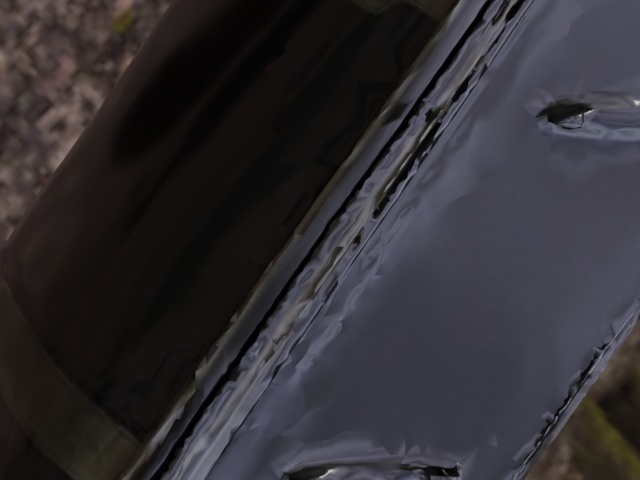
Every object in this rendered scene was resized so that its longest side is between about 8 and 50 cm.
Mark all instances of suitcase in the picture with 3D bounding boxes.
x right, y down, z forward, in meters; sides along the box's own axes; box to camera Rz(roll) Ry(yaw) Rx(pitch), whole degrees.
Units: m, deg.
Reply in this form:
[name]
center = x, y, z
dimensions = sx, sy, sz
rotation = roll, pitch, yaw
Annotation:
[suitcase]
center = 0.000, 0.000, 0.791
dimensions = 0.194, 0.283, 0.434
rotation = 35, 93, -22
